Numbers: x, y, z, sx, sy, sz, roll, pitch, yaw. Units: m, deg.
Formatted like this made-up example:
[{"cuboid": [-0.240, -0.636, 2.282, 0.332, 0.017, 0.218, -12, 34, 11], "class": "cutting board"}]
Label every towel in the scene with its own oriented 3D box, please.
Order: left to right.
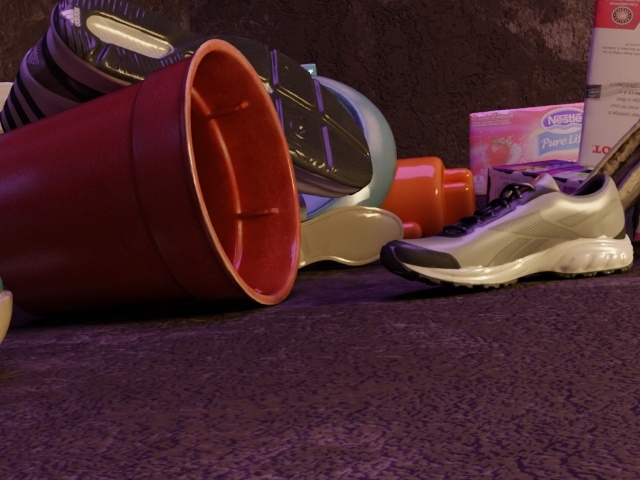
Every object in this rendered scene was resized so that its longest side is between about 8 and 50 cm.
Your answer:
[{"cuboid": [0.368, -0.089, 1.581, 0.282, 0.049, 0.187, -52, -18, 22], "class": "towel"}]

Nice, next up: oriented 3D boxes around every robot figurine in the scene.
[{"cuboid": [0.098, -0.046, 1.858, 0.219, 0.158, 0.128, -5, -24, 9], "class": "robot figurine"}]

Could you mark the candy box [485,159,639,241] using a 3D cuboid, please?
[{"cuboid": [0.358, -0.056, 1.818, 0.159, 0.071, 0.233, -9, 15, -44], "class": "candy box"}]

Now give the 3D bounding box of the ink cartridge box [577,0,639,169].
[{"cuboid": [0.441, -0.202, 1.785, 0.172, 0.237, 0.100, 9, 8, 31], "class": "ink cartridge box"}]

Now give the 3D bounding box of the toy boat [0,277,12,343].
[{"cuboid": [-0.383, 0.040, 1.114, 0.267, 0.148, 0.318, -6, 5, -8], "class": "toy boat"}]

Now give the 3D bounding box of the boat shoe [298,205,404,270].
[{"cuboid": [0.000, 0.000, 1.712, 0.206, 0.075, 0.065, -12, 6, -14], "class": "boat shoe"}]

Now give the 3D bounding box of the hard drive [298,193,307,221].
[{"cuboid": [-0.223, -0.068, 1.734, 0.353, 0.233, 0.047, -16, -37, -16], "class": "hard drive"}]

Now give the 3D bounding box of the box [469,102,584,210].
[{"cuboid": [0.390, -0.123, 2.151, 0.300, 0.142, 0.154, -4, -18, 16], "class": "box"}]

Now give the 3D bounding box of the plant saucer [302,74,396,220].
[{"cuboid": [-0.059, -0.108, 1.830, 0.318, 0.317, 0.043, -5, -35, 9], "class": "plant saucer"}]

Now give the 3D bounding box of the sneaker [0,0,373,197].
[{"cuboid": [-0.170, -0.116, 1.648, 0.447, 0.169, 0.257, 21, -47, -31], "class": "sneaker"}]

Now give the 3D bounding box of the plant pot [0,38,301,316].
[{"cuboid": [-0.194, -0.043, 1.423, 0.265, 0.272, 0.272, -12, 2, 18], "class": "plant pot"}]

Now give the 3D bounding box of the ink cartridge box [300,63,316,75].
[{"cuboid": [-0.112, -0.113, 2.052, 0.197, 0.270, 0.198, -8, 5, -19], "class": "ink cartridge box"}]

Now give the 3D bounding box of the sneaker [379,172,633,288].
[{"cuboid": [0.183, -0.009, 1.379, 0.272, 0.108, 0.100, -8, 7, -20], "class": "sneaker"}]

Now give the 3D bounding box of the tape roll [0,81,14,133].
[{"cuboid": [-0.445, -0.081, 1.964, 0.286, 0.286, 0.100, -6, 4, -10], "class": "tape roll"}]
